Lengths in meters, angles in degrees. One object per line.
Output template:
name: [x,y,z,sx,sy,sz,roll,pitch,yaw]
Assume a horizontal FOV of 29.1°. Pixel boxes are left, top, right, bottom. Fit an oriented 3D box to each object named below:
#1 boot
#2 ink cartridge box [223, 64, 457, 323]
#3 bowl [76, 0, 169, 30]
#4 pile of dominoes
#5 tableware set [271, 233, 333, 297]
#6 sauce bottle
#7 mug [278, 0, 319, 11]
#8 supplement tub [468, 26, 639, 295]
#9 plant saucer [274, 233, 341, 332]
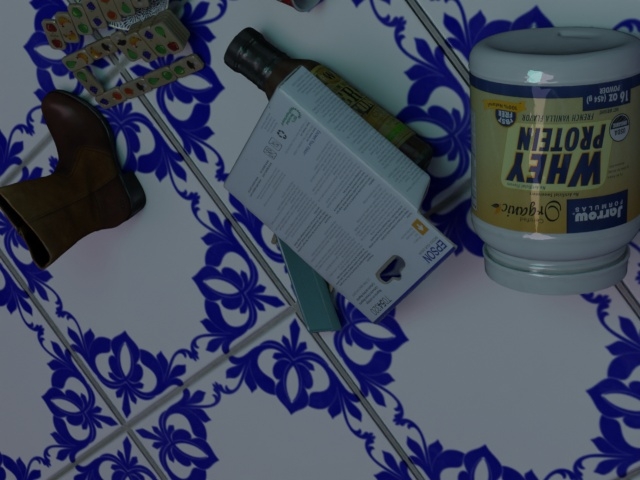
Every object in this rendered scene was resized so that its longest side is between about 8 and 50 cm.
boot: [-0.447,-0.107,2.028,0.096,0.280,0.264,-24,96,35]
ink cartridge box: [0.030,-0.057,1.801,0.330,0.071,0.324,41,151,1]
bowl: [-0.305,-0.419,1.928,0.170,0.080,0.170,11,139,10]
pile of dominoes: [-0.327,-0.305,1.972,0.251,0.040,0.196,-17,129,34]
tableware set: [0.000,0.000,1.972,0.169,0.020,0.141,41,124,9]
sauce bottle: [0.005,-0.194,1.835,0.344,0.111,0.111,37,123,11]
mug: [-0.082,-0.425,1.788,0.169,0.113,0.150,24,146,25]
supplement tub: [0.311,-0.108,1.621,0.228,0.228,0.316,7,113,28]
plant saucer: [-0.023,0.063,1.991,0.067,0.018,0.192,-9,104,40]
